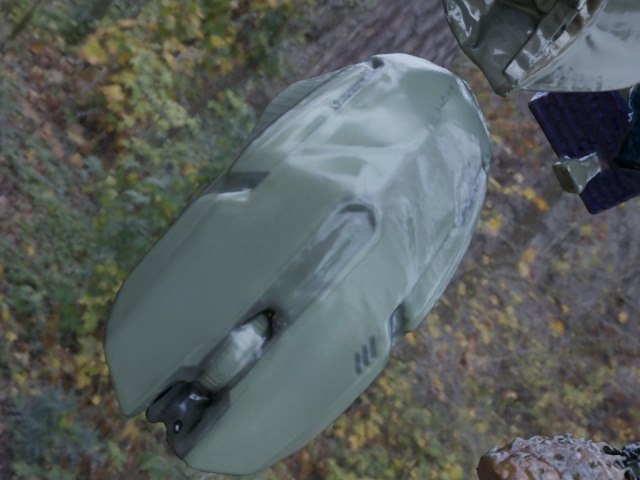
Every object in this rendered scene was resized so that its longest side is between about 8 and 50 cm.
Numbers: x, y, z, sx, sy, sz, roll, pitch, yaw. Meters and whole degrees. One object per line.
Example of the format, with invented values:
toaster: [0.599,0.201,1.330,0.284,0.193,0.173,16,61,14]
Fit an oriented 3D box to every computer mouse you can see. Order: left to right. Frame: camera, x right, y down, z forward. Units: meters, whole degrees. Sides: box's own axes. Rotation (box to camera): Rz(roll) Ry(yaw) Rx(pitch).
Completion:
computer mouse: [-0.001,0.002,0.812,0.228,0.429,0.145,41,-12,-5]

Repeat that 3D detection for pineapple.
pineapple: [0.324,0.275,1.068,0.158,0.278,0.158,167,-90,-81]

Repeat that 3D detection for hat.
hat: [0.244,-0.249,0.891,0.244,0.214,0.149,-11,53,-35]

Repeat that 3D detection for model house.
model house: [0.460,-0.176,1.319,0.245,0.280,0.312,57,-6,-15]
